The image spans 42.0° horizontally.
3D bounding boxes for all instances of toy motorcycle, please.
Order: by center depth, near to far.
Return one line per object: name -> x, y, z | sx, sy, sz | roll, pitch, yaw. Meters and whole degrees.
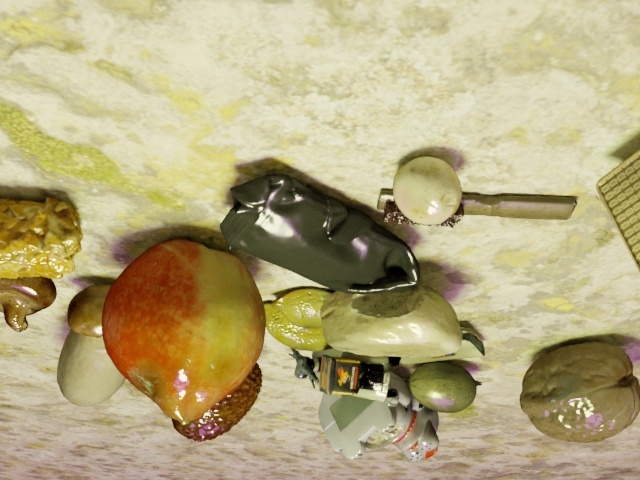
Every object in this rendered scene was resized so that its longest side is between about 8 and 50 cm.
toy motorcycle -> 0.044, 0.226, 1.465 | 0.157, 0.091, 0.263 | 7, 176, -16

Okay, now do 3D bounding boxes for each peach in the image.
peach -> -0.185, 0.133, 1.167 | 0.232, 0.256, 0.232 | 0, 157, 0

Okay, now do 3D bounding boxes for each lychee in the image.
lychee -> -0.207, 0.261, 1.509 | 0.194, 0.194, 0.194 | 2, 153, 1

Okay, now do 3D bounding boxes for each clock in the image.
clock -> 0.146, 0.352, 1.677 | 0.189, 0.189, 0.254 | -23, 147, 39

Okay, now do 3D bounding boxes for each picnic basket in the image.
picnic basket -> 0.390, -0.029, 0.904 | 0.079, 0.164, 0.115 | -9, 158, -31

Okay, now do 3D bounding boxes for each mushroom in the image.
mushroom -> 0.125, -0.060, 0.975 | 0.083, 0.067, 0.083 | 16, 128, 21
mushroom -> -0.456, 0.076, 1.260 | 0.126, 0.085, 0.109 | -14, 114, 33
mushroom -> -0.378, 0.184, 1.412 | 0.128, 0.128, 0.350 | 9, 145, -13

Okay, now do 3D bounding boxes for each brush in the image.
brush -> 0.196, -0.036, 1.050 | 0.248, 0.036, 0.043 | 3, 157, -1

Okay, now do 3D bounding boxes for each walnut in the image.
walnut -> 0.458, 0.275, 1.493 | 0.178, 0.178, 0.230 | 26, 146, -38

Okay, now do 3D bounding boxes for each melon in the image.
melon -> 0.235, 0.281, 1.601 | 0.131, 0.098, 0.098 | 10, 153, 0

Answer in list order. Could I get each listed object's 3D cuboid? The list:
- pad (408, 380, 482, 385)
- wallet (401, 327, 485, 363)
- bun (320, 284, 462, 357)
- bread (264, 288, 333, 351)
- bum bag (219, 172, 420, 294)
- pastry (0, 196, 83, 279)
pad -> 0.229, 0.307, 1.750 | 0.116, 0.004, 0.193 | 25, 145, -37
wallet -> 0.201, 0.184, 1.476 | 0.155, 0.039, 0.110 | -11, 153, 25
bun -> 0.106, 0.116, 1.265 | 0.210, 0.116, 0.237 | 8, 165, -21
bread -> -0.003, 0.136, 1.372 | 0.188, 0.065, 0.149 | 17, 144, -24
bum bag -> 0.000, 0.000, 1.094 | 0.326, 0.079, 0.142 | 27, 136, -34
pastry -> -0.435, -0.006, 1.071 | 0.250, 0.102, 0.154 | 4, 164, -11
